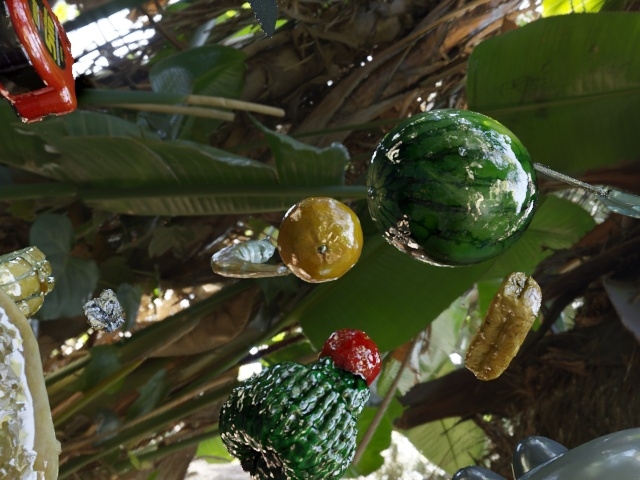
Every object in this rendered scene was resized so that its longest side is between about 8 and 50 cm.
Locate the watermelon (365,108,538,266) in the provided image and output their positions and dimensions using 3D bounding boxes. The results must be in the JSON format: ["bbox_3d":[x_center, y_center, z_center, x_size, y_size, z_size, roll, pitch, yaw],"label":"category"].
[{"bbox_3d":[0.270,-0.108,1.121,0.363,0.363,0.363,35,-29,23],"label":"watermelon"}]

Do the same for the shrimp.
[{"bbox_3d":[-0.179,0.048,1.321,0.287,0.185,0.068,-164,-114,-69],"label":"shrimp"}]

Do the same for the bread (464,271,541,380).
[{"bbox_3d":[0.344,0.165,1.006,0.083,0.114,0.211,27,-52,17],"label":"bread"}]

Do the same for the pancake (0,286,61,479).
[{"bbox_3d":[-0.272,0.118,0.207,0.065,0.356,0.356,-25,-72,35],"label":"pancake"}]

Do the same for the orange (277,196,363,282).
[{"bbox_3d":[0.000,0.000,0.950,0.156,0.156,0.124,53,1,-12],"label":"orange"}]

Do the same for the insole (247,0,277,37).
[{"bbox_3d":[-0.128,-0.481,0.946,0.009,0.119,0.348,10,-9,12],"label":"insole"}]

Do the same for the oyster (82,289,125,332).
[{"bbox_3d":[-0.277,0.094,0.689,0.054,0.019,0.083,55,15,-8],"label":"oyster"}]

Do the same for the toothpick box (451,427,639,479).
[{"bbox_3d":[0.206,0.257,0.301,0.229,0.229,0.316,79,-16,-47],"label":"toothpick box"}]

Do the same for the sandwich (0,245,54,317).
[{"bbox_3d":[-0.528,0.092,0.776,0.273,0.249,0.095,14,-58,69],"label":"sandwich"}]

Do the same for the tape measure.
[{"bbox_3d":[-0.538,-0.362,0.952,0.260,0.114,0.253,82,-11,-58],"label":"tape measure"}]

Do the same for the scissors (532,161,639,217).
[{"bbox_3d":[0.642,-0.118,1.236,0.360,0.029,0.191,22,2,-6],"label":"scissors"}]

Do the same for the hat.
[{"bbox_3d":[-0.003,0.307,1.001,0.274,0.332,0.242,-7,-65,50],"label":"hat"}]
